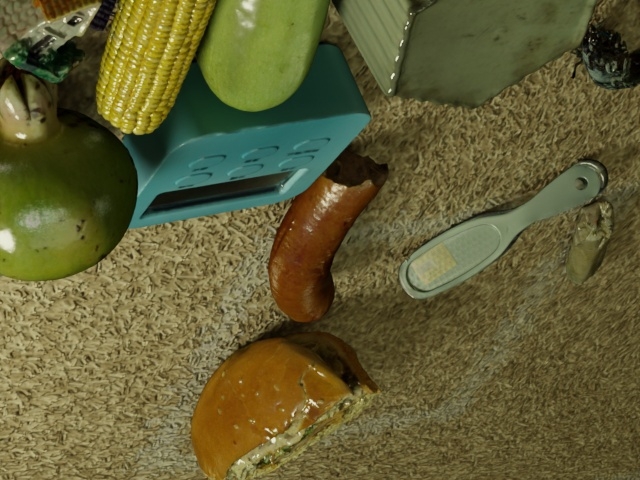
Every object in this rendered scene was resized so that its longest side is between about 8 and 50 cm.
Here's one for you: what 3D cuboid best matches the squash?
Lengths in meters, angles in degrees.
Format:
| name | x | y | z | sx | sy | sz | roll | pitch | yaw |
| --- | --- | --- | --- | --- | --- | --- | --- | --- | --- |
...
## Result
| name | x | y | z | sx | sy | sz | roll | pitch | yaw |
| --- | --- | --- | --- | --- | --- | --- | --- | --- | --- |
| squash | -0.039 | -0.256 | 1.597 | 0.118 | 0.118 | 0.371 | -13 | 146 | -22 |

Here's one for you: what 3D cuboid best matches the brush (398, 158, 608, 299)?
| name | x | y | z | sx | sy | sz | roll | pitch | yaw |
| --- | --- | --- | --- | --- | --- | --- | --- | --- | --- |
| brush | 0.234 | -0.013 | 2.306 | 0.297 | 0.068 | 0.060 | -30 | 172 | 4 |

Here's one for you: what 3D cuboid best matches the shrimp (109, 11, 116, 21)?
| name | x | y | z | sx | sy | sz | roll | pitch | yaw |
| --- | --- | --- | --- | --- | --- | --- | --- | --- | --- |
| shrimp | -0.151 | -0.211 | 1.669 | 0.092 | 0.029 | 0.038 | -1 | 145 | -32 |

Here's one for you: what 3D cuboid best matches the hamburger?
| name | x | y | z | sx | sy | sz | roll | pitch | yaw |
| --- | --- | --- | --- | --- | --- | --- | --- | --- | --- |
| hamburger | -0.070 | 0.210 | 2.335 | 0.283 | 0.157 | 0.144 | -37 | 170 | 31 |

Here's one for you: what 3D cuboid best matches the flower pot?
| name | x | y | z | sx | sy | sz | roll | pitch | yaw |
| --- | --- | --- | --- | --- | --- | --- | --- | --- | --- |
| flower pot | 0.123 | -0.256 | 1.642 | 0.239 | 0.190 | 0.209 | -29 | 152 | 7 |

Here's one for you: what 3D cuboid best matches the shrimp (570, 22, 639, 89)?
| name | x | y | z | sx | sy | sz | roll | pitch | yaw |
| --- | --- | --- | --- | --- | --- | --- | --- | --- | --- |
| shrimp | 0.328 | -0.193 | 2.043 | 0.076 | 0.082 | 0.174 | -40 | 157 | 17 |

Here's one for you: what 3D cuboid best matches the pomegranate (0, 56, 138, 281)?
| name | x | y | z | sx | sy | sz | roll | pitch | yaw |
| --- | --- | --- | --- | --- | --- | --- | --- | --- | --- |
| pomegranate | -0.275 | -0.058 | 1.698 | 0.179 | 0.179 | 0.210 | -31 | 132 | 11 |

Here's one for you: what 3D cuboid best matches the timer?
| name | x | y | z | sx | sy | sz | roll | pitch | yaw |
| --- | --- | --- | --- | --- | --- | --- | --- | --- | --- |
| timer | -0.088 | -0.086 | 1.879 | 0.231 | 0.091 | 0.250 | -12 | 153 | -25 |

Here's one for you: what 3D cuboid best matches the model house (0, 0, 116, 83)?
| name | x | y | z | sx | sy | sz | roll | pitch | yaw |
| --- | --- | --- | --- | --- | --- | --- | --- | --- | --- |
| model house | -0.220 | -0.201 | 1.566 | 0.100 | 0.088 | 0.100 | -34 | 155 | 19 |

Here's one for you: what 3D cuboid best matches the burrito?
| name | x | y | z | sx | sy | sz | roll | pitch | yaw |
| --- | --- | --- | --- | --- | --- | --- | --- | --- | --- |
| burrito | 0.363 | 0.007 | 2.455 | 0.058 | 0.045 | 0.188 | -14 | 153 | -7 |

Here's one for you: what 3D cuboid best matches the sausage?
| name | x | y | z | sx | sy | sz | roll | pitch | yaw |
| --- | --- | --- | --- | --- | --- | --- | --- | --- | --- |
| sausage | -0.005 | 0.001 | 2.106 | 0.102 | 0.076 | 0.302 | -11 | 149 | -25 |

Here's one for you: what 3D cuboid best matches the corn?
| name | x | y | z | sx | sy | sz | roll | pitch | yaw |
| --- | --- | --- | --- | --- | --- | --- | --- | --- | --- |
| corn | -0.142 | -0.193 | 1.604 | 0.081 | 0.081 | 0.248 | -9 | 147 | -29 |
